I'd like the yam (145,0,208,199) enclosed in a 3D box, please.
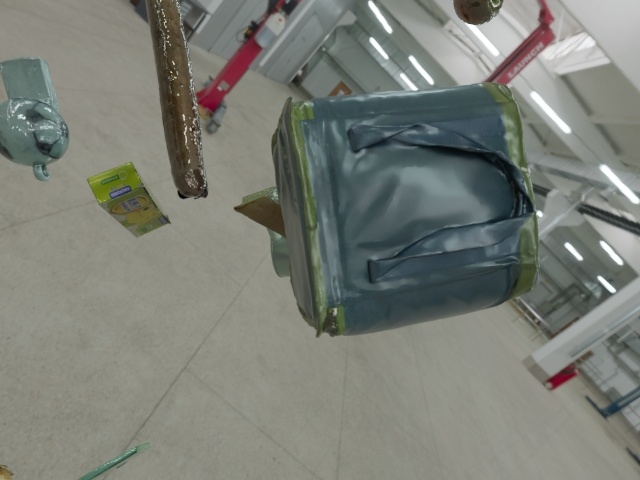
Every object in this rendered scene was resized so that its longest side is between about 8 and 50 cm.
[{"bbox_3d":[-0.179,-0.180,0.508,0.046,0.046,0.263,-4,84,-69],"label":"yam"}]

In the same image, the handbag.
[{"bbox_3d":[0.081,-0.034,0.461,0.222,0.241,0.262,-179,-97,-79],"label":"handbag"}]

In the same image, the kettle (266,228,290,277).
[{"bbox_3d":[0.001,0.016,1.346,0.265,0.318,0.205,25,63,-75],"label":"kettle"}]

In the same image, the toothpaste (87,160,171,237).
[{"bbox_3d":[-0.501,-0.098,1.092,0.077,0.110,0.327,62,-14,8],"label":"toothpaste"}]

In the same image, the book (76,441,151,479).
[{"bbox_3d":[-0.428,0.463,0.835,0.017,0.135,0.103,58,-15,17],"label":"book"}]

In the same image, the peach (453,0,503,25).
[{"bbox_3d":[0.255,-0.394,0.657,0.083,0.083,0.083,41,17,-15],"label":"peach"}]

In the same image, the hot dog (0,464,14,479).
[{"bbox_3d":[-0.579,0.414,0.654,0.109,0.270,0.072,-2,67,-49],"label":"hot dog"}]

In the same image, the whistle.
[{"bbox_3d":[-0.653,-0.273,0.897,0.163,0.164,0.289,-38,117,-74],"label":"whistle"}]

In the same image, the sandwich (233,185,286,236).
[{"bbox_3d":[-0.106,-0.078,1.097,0.258,0.096,0.094,26,32,6],"label":"sandwich"}]
